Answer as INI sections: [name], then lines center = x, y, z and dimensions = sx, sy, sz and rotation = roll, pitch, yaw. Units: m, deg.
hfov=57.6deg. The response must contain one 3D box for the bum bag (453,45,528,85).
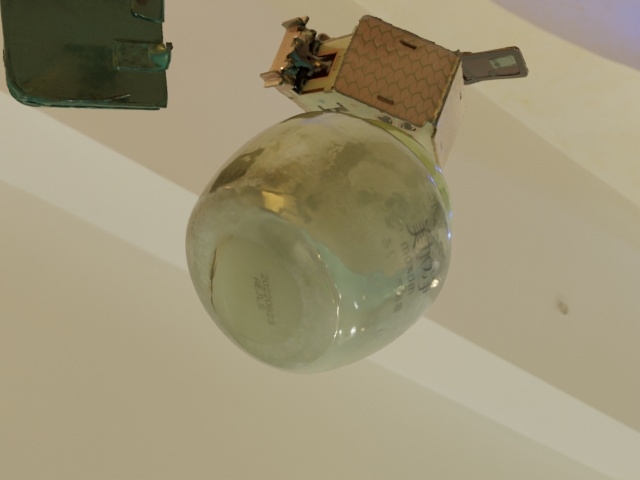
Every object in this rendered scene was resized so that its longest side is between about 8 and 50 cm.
[bum bag]
center = 0.366, -0.384, 1.272
dimensions = 0.109, 0.159, 0.026
rotation = 36, -117, -52

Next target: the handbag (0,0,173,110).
[handbag]
center = -0.351, -0.360, 0.870
dimensions = 0.239, 0.089, 0.326
rotation = -5, -87, -24

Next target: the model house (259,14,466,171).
[model house]
center = 0.107, -0.244, 0.936
dimensions = 0.326, 0.244, 0.169
rotation = 32, -101, -35

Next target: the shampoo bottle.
[shampoo bottle]
center = 0.000, 0.000, 0.759
dimensions = 0.317, 0.322, 0.322
rotation = -34, -90, -44
